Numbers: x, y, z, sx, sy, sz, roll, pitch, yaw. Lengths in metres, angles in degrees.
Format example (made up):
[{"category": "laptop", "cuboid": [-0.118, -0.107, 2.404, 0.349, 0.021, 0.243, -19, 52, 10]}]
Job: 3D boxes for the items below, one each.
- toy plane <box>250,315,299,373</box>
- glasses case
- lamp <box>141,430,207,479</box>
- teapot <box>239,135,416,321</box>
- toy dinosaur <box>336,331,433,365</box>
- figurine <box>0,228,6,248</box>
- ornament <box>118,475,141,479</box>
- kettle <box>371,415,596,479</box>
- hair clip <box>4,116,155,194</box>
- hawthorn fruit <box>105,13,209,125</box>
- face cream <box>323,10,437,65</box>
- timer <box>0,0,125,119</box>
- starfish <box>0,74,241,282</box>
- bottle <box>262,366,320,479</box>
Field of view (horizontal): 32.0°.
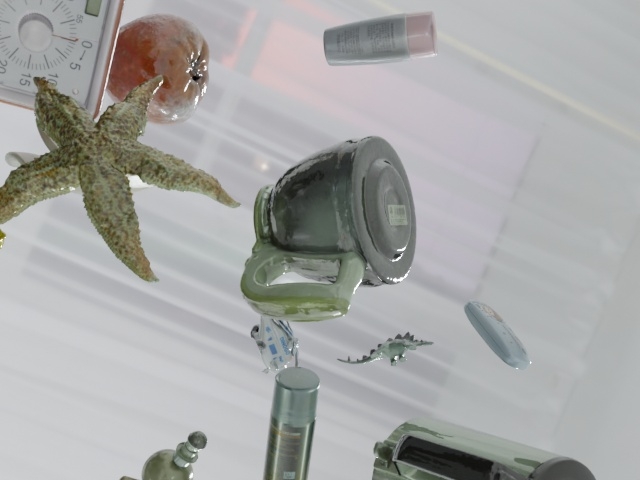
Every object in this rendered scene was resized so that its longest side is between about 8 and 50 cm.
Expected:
[{"category": "toy plane", "cuboid": [-0.118, 0.199, 2.528, 0.273, 0.107, 0.182, 68, 5, -46]}, {"category": "glasses case", "cuboid": [0.329, 0.174, 2.083, 0.045, 0.067, 0.178, -54, -136, 19]}, {"category": "lamp", "cuboid": [-0.246, 0.383, 1.939, 0.163, 0.091, 0.091, -52, -163, 32]}, {"category": "teapot", "cuboid": [0.011, 0.004, 1.790, 0.240, 0.239, 0.321, -10, -114, 27]}, {"category": "toy dinosaur", "cuboid": [0.133, 0.227, 2.281, 0.209, 0.039, 0.082, -15, -163, 19]}, {"category": "figurine", "cuboid": [-0.690, -0.014, 1.777, 0.324, 0.340, 0.231, -37, 134, -67]}, {"category": "ornament", "cuboid": [-0.306, 0.479, 1.669, 0.061, 0.245, 0.230, -30, -103, 50]}, {"category": "kettle", "cuboid": [0.271, 0.446, 2.027, 0.377, 0.361, 0.250, 3, -122, 53]}, {"category": "hair clip", "cuboid": [-0.414, -0.127, 1.894, 0.172, 0.282, 0.113, 13, 102, -62]}, {"category": "hawthorn fruit", "cuboid": [-0.348, -0.370, 2.329, 0.235, 0.263, 0.231, -51, 177, -25]}, {"category": "face cream", "cuboid": [0.106, -0.354, 1.972, 0.057, 0.198, 0.084, 1, 85, -76]}, {"category": "timer", "cuboid": [-0.450, -0.346, 1.826, 0.161, 0.250, 0.257, -50, 158, -71]}, {"category": "starfish", "cuboid": [-0.276, -0.113, 1.492, 0.078, 0.358, 0.347, 89, 10, -53]}, {"category": "bottle", "cuboid": [-0.054, 0.359, 1.961, 0.082, 0.082, 0.286, -90, -174, -63]}]
